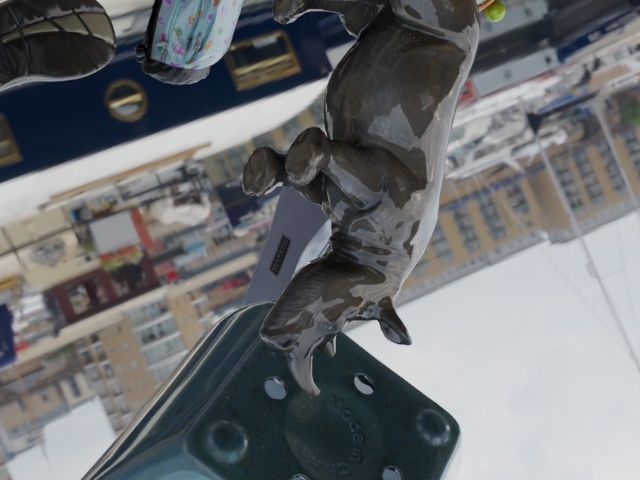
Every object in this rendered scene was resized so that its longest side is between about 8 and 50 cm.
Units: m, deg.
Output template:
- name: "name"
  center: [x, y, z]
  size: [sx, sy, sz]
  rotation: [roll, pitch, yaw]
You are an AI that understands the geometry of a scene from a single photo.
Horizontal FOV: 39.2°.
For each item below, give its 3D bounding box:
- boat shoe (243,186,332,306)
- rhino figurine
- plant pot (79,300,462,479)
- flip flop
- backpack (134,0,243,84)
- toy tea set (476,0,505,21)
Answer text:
- name: "boat shoe"
  center: [0.000, 0.000, 0.884]
  size: [0.076, 0.229, 0.080]
  rotation: [5, -155, -43]
- name: "rhino figurine"
  center: [0.021, -0.035, 0.462]
  size: [0.106, 0.243, 0.073]
  rotation: [6, -172, -34]
- name: "plant pot"
  center: [-0.039, 0.188, 0.630]
  size: [0.247, 0.247, 0.252]
  rotation: [-51, 177, -47]
- name: "flip flop"
  center: [-0.366, -0.218, 1.044]
  size: [0.277, 0.112, 0.080]
  rotation: [-32, -155, -31]
- name: "backpack"
  center: [-0.183, -0.325, 1.308]
  size: [0.152, 0.115, 0.182]
  rotation: [-68, -179, -66]
- name: "toy tea set"
  center: [0.042, -0.318, 0.778]
  size: [0.335, 0.200, 0.124]
  rotation: [12, -160, -6]
